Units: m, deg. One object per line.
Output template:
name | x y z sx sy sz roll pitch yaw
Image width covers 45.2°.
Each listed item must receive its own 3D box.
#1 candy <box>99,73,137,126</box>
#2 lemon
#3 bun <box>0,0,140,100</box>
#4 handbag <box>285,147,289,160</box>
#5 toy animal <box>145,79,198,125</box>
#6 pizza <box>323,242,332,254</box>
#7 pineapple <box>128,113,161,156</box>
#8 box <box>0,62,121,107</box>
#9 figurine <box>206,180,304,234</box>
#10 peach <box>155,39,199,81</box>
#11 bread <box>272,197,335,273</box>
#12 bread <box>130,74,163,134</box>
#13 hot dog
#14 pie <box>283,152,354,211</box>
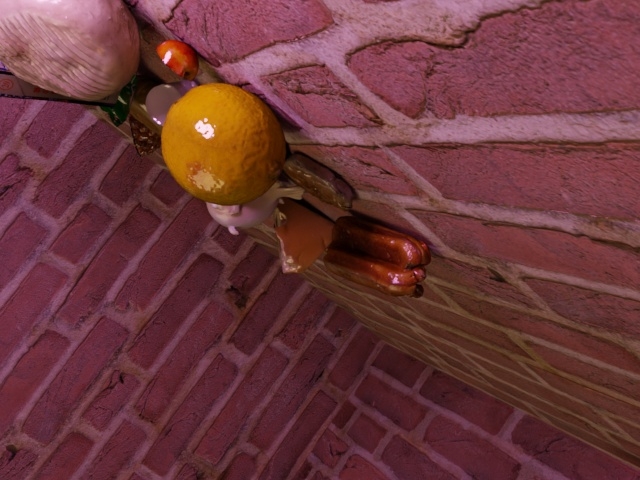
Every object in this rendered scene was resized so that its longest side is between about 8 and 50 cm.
candy | -0.528 -0.404 1.972 0.141 0.203 0.078 26 -158 28
lemon | -0.199 -0.196 1.576 0.267 0.267 0.267 35 171 6
bun | -0.519 -0.442 1.576 0.326 0.234 0.362 31 157 -18
handbag | -0.146 -0.180 1.802 0.072 0.139 0.115 43 173 8
toy animal | -0.317 -0.328 1.865 0.103 0.131 0.221 63 -163 0
pizza | 0.000 0.000 2.483 0.182 0.062 0.161 32 166 31
pineapple | -0.523 -0.353 2.410 0.176 0.137 0.161 97 158 -67
box | -0.642 -0.422 1.814 0.310 0.084 0.198 -1 -128 -38
figurine | -0.174 -0.164 2.033 0.275 0.226 0.394 5 160 -3
peach | -0.285 -0.373 1.567 0.098 0.061 0.098 45 -168 -12
bread | -0.098 -0.012 2.287 0.224 0.211 0.183 32 179 -11
bread | -0.459 -0.373 2.089 0.213 0.104 0.213 38 171 7
hot dog | 0.140 0.040 1.873 0.117 0.158 0.349 19 179 -37
pie | 0.000 -0.133 1.807 0.195 0.046 0.195 35 170 7
